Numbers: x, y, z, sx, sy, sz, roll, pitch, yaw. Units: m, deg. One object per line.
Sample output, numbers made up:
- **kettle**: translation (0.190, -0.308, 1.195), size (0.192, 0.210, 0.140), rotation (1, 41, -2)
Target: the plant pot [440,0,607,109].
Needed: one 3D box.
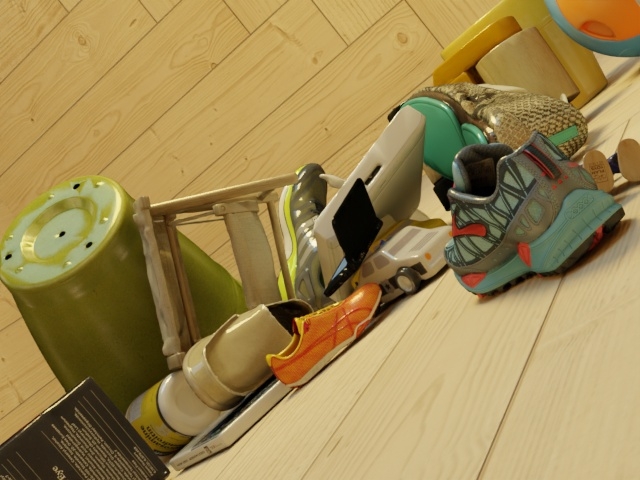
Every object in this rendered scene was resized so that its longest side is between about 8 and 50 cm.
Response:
- **plant pot**: translation (0.391, -0.333, 2.168), size (0.254, 0.239, 0.254), rotation (-39, 2, 2)

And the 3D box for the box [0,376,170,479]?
- **box**: translation (-0.426, 0.385, 1.547), size (0.343, 0.179, 0.312), rotation (-38, 3, 40)

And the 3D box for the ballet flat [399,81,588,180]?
- **ballet flat**: translation (0.260, -0.160, 1.701), size (0.182, 0.164, 0.483), rotation (-23, 13, -6)

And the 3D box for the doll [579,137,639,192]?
- **doll**: translation (0.236, -0.049, 1.133), size (0.129, 0.046, 0.189), rotation (-18, -6, -15)

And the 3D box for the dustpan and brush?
- **dustpan and brush**: translation (0.096, -0.072, 2.134), size (0.147, 0.211, 0.060), rotation (150, 132, -81)

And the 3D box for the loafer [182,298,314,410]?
- **loafer**: translation (-0.091, 0.138, 1.576), size (0.092, 0.102, 0.268), rotation (-44, -2, 29)

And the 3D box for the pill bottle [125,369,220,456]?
- **pill bottle**: translation (-0.235, 0.270, 1.792), size (0.103, 0.103, 0.184), rotation (-40, 2, -42)

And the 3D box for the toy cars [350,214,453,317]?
- **toy cars**: translation (0.101, 0.018, 1.632), size (0.176, 0.087, 0.393), rotation (-39, 2, 4)

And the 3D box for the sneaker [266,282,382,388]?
- **sneaker**: translation (0.007, 0.107, 1.463), size (0.175, 0.067, 0.064), rotation (-42, 8, -17)

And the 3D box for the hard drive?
- **hard drive**: translation (0.081, -0.042, 1.822), size (0.233, 0.047, 0.353), rotation (-53, -13, -12)

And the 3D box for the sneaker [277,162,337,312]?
- **sneaker**: translation (0.000, 0.000, 2.120), size (0.121, 0.299, 0.111), rotation (-14, -21, 36)

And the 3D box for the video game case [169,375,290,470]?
- **video game case**: translation (-0.096, 0.222, 1.535), size (0.190, 0.022, 0.173), rotation (-39, 1, -36)

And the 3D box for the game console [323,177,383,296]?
- **game console**: translation (0.030, -0.004, 1.548), size (0.107, 0.071, 0.122), rotation (-46, 7, 38)

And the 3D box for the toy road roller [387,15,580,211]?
- **toy road roller**: translation (0.297, -0.217, 1.969), size (0.329, 0.202, 0.241), rotation (-38, -9, 38)

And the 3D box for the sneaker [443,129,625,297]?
- **sneaker**: translation (0.164, -0.034, 1.030), size (0.104, 0.125, 0.262), rotation (-39, 2, -19)

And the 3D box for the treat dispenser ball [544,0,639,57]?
- **treat dispenser ball**: translation (0.499, -0.440, 1.895), size (0.288, 0.288, 0.288), rotation (-39, 2, 1)

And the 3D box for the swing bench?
- **swing bench**: translation (-0.144, 0.050, 1.787), size (0.255, 0.253, 0.165), rotation (-11, -7, -17)

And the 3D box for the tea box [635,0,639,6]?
- **tea box**: translation (0.522, -0.391, 1.310), size (0.329, 0.220, 0.323), rotation (-38, 2, 36)

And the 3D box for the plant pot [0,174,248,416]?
- **plant pot**: translation (-0.336, 0.090, 1.935), size (0.367, 0.353, 0.366), rotation (-17, 43, 16)
